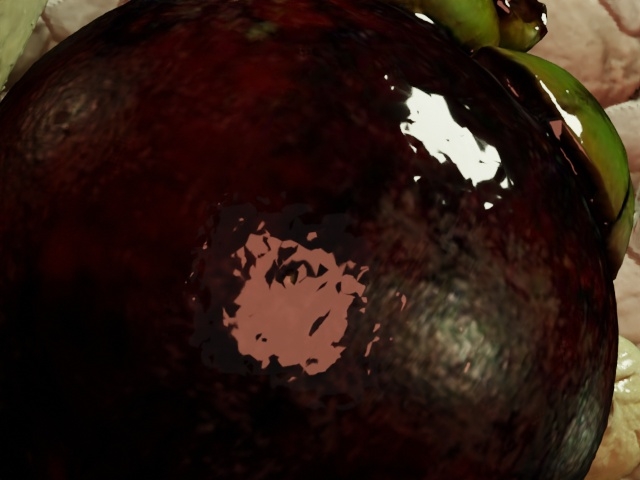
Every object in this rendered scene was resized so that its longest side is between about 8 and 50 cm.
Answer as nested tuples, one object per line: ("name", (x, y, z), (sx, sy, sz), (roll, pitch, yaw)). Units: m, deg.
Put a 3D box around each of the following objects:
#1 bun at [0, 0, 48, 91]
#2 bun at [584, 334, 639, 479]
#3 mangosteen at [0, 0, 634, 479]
("bun", (-0.232, -0.124, 0.720), (0.259, 0.152, 0.259), (-1, 83, 6))
("bun", (0.134, 0.085, 0.840), (0.086, 0.055, 0.086), (0, 93, -8))
("mangosteen", (-0.010, 0.010, 0.694), (0.300, 0.300, 0.300), (0, 93, -8))
